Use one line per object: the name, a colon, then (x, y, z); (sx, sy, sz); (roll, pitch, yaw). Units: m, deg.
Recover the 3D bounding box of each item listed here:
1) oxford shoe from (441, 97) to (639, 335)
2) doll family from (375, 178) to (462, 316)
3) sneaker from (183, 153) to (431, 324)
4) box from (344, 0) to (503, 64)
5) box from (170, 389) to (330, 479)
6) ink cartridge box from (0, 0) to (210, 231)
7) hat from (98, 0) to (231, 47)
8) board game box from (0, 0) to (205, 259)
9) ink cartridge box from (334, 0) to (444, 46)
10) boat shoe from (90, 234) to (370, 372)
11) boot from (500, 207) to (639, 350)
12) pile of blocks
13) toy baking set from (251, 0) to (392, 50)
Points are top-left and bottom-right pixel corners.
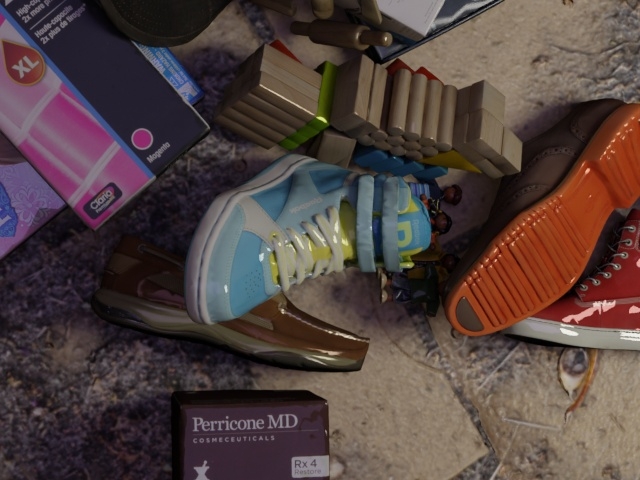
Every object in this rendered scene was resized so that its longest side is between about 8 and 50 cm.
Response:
oxford shoe: (0.259, -0.031, 1.547); (0.364, 0.133, 0.130); (-43, 127, -16)
doll family: (0.122, -0.003, 1.556); (0.111, 0.076, 0.193); (-1, 86, -5)
sneaker: (0.000, 0.000, 1.396); (0.208, 0.319, 0.127); (9, 122, 22)
box: (0.095, -0.353, 1.565); (0.183, 0.059, 0.232); (-28, 93, -8)
box: (-0.083, 0.277, 1.466); (0.168, 0.167, 0.203); (-1, 89, -9)
ink cartridge box: (-0.309, -0.202, 1.429); (0.176, 0.069, 0.371); (-43, 93, -8)
hat: (-0.184, -0.388, 1.455); (0.134, 0.331, 0.331); (23, 84, 29)
board game box: (-0.354, -0.190, 1.484); (0.318, 0.066, 0.318); (-41, 95, -8)
ink cartridge box: (0.047, -0.296, 1.476); (0.180, 0.104, 0.060); (29, 89, -5)
boat shoe: (-0.097, 0.072, 1.495); (0.324, 0.122, 0.120); (15, 81, -9)
boot: (0.333, 0.046, 1.584); (0.244, 0.088, 0.176); (3, 88, -17)
pile of blocks: (0.061, -0.156, 1.529); (0.362, 0.149, 0.112); (13, 62, -7)
toy baking set: (-0.011, -0.272, 1.443); (0.197, 0.256, 0.030); (38, 75, -47)
